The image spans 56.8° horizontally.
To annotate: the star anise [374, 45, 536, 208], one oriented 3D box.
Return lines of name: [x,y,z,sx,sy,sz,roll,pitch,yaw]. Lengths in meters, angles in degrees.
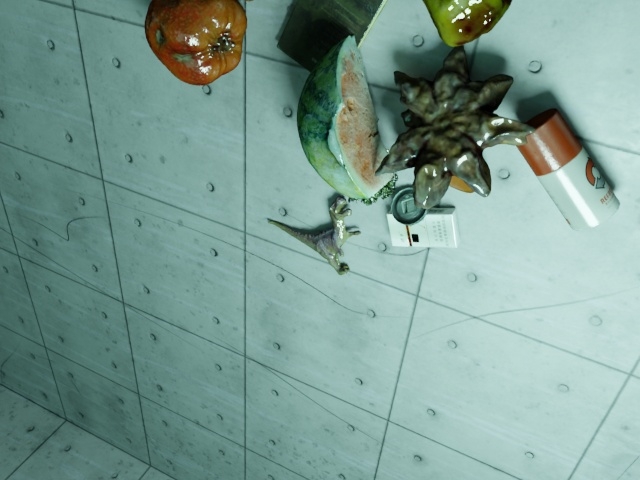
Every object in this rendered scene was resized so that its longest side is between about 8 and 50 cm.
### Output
star anise: [0.227,-0.211,1.103,0.315,0.108,0.316,-1,87,26]

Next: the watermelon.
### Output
watermelon: [0.039,-0.241,1.191,0.224,0.180,0.305,-144,35,-67]

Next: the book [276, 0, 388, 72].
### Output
book: [0.018,-0.436,1.183,0.160,0.024,0.228,38,132,3]

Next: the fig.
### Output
fig: [0.233,-0.413,0.995,0.165,0.144,0.154,37,113,18]

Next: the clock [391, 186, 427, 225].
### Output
clock: [0.196,-0.074,1.300,0.085,0.017,0.085,-7,75,28]

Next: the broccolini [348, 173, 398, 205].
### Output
broccolini: [0.104,-0.198,1.283,0.123,0.062,0.272,2,120,19]

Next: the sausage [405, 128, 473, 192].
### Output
sausage: [0.247,-0.161,1.205,0.197,0.076,0.076,30,132,8]

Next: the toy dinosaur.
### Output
toy dinosaur: [0.004,-0.002,1.480,0.251,0.072,0.200,-20,100,51]

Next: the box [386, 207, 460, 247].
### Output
box: [0.231,-0.030,1.327,0.154,0.040,0.084,1,121,30]

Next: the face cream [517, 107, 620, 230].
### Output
face cream: [0.450,-0.129,1.090,0.095,0.096,0.214,-30,103,41]

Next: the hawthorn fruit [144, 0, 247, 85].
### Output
hawthorn fruit: [-0.286,-0.455,1.248,0.243,0.207,0.208,36,134,21]
